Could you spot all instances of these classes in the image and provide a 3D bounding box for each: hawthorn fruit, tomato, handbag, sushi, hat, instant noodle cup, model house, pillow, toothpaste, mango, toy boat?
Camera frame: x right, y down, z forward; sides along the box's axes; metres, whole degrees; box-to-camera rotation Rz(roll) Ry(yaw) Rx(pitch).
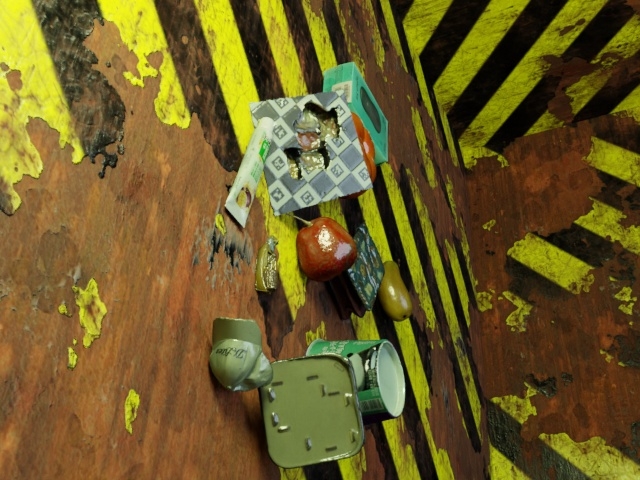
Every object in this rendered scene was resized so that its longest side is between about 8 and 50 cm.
[{"bbox_3d":[0.000,0.000,1.722,0.203,0.163,0.163,63,24,-2],"label":"hawthorn fruit"},{"bbox_3d":[0.060,-0.248,1.927,0.260,0.180,0.259,-11,90,-69],"label":"tomato"},{"bbox_3d":[0.079,0.100,1.928,0.216,0.074,0.203,65,26,-23],"label":"handbag"},{"bbox_3d":[-0.033,-0.230,1.736,0.294,0.059,0.292,-15,89,-25],"label":"sushi"},{"bbox_3d":[-0.153,0.220,1.274,0.081,0.123,0.166,-79,173,-65],"label":"hat"},{"bbox_3d":[0.093,0.358,1.671,0.251,0.190,0.251,42,42,-53],"label":"instant noodle cup"},{"bbox_3d":[-0.029,0.363,1.473,0.278,0.205,0.218,118,-36,-80],"label":"model house"},{"bbox_3d":[0.129,0.070,1.918,0.188,0.034,0.255,67,26,-18],"label":"pillow"},{"bbox_3d":[-0.162,-0.172,1.556,0.058,0.056,0.314,20,52,-9],"label":"toothpaste"},{"bbox_3d":[0.245,0.167,2.240,0.136,0.099,0.227,37,37,-50],"label":"mango"},{"bbox_3d":[-0.118,0.056,1.530,0.047,0.049,0.149,47,37,-48],"label":"toy boat"}]

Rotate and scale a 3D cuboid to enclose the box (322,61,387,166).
[{"bbox_3d":[0.120,-0.412,2.228,0.311,0.118,0.205,51,36,-45],"label":"box"}]
